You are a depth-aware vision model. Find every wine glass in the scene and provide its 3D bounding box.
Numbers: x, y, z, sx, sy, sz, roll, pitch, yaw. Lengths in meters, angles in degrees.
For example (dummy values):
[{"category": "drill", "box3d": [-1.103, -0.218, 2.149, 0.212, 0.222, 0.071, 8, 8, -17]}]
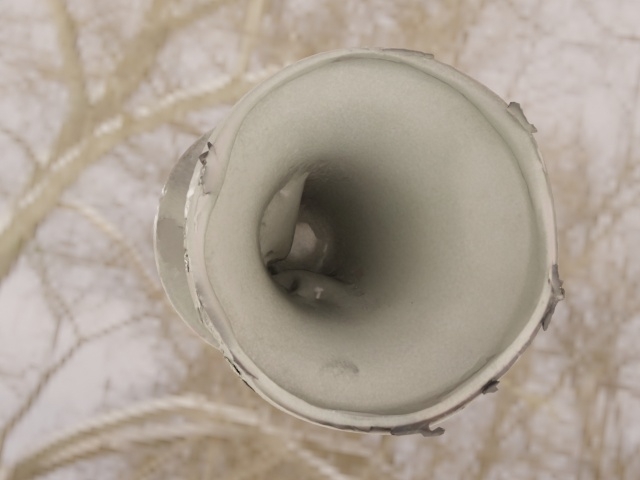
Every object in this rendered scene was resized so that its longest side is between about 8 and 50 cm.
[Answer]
[{"category": "wine glass", "box3d": [0.000, 0.000, 0.884, 0.165, 0.164, 0.196, 14, -4, -16]}]
